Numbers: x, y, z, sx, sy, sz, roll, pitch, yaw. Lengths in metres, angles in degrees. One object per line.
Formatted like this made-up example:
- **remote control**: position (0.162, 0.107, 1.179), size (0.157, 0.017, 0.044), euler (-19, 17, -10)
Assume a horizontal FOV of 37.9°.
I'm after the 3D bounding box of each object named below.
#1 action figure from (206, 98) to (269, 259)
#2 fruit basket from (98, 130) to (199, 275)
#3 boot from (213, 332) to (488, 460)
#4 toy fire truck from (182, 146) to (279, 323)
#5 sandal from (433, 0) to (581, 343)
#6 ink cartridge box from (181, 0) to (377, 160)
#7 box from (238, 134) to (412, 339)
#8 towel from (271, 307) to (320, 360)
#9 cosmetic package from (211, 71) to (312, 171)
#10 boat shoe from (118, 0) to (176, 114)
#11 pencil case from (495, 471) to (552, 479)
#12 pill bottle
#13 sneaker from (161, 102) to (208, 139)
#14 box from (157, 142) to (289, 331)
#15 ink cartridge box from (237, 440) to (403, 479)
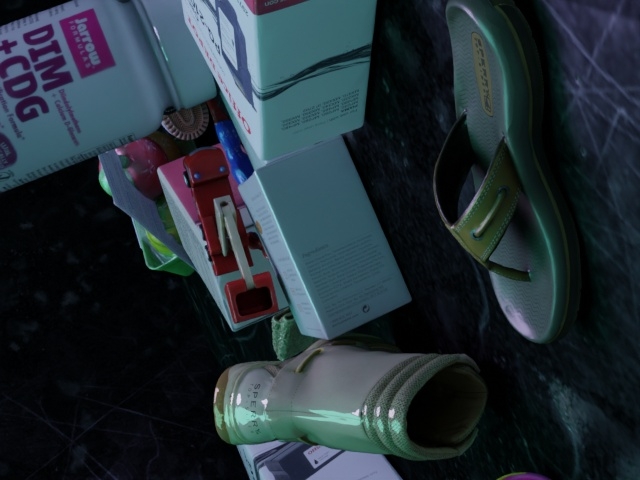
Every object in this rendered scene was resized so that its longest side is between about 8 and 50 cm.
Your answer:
- **action figure**: position (-0.067, -0.049, 1.100), size (0.280, 0.091, 0.139), euler (64, 160, 18)
- **fruit basket**: position (-0.296, -0.095, 1.565), size (0.353, 0.165, 0.327), euler (39, -158, -56)
- **boot**: position (0.061, 0.134, 0.833), size (0.203, 0.262, 0.095), euler (-4, 87, 35)
- **toy fire truck**: position (-0.099, -0.011, 0.988), size (0.135, 0.047, 0.192), euler (165, 89, -78)
- **sandal**: position (0.096, -0.035, 0.535), size (0.090, 0.060, 0.219), euler (46, 155, 58)
- **ink cartridge box**: position (-0.039, -0.199, 0.706), size (0.237, 0.100, 0.172), euler (93, 151, -62)
- **box**: position (0.000, 0.000, 0.908), size (0.170, 0.091, 0.130), euler (67, 168, -2)
- **towel**: position (-0.006, 0.088, 1.042), size (0.027, 0.110, 0.148), euler (55, 163, 17)
- **cosmetic package**: position (-0.082, -0.190, 0.980), size (0.239, 0.060, 0.099), euler (67, 168, 2)
- **boat shoe**: position (-0.210, -0.261, 1.261), size (0.113, 0.127, 0.340), euler (34, 154, 16)
- **pencil case**: position (0.167, 0.292, 0.728), size (0.104, 0.104, 0.236), euler (49, 159, 53)
- **pill bottle**: position (-0.266, -0.166, 0.994), size (0.160, 0.283, 0.160), euler (157, 90, -83)
- **sneaker**: position (-0.273, -0.297, 1.479), size (0.153, 0.099, 0.282), euler (31, 145, 65)
- **box**: position (-0.116, -0.015, 1.266), size (0.232, 0.126, 0.149), euler (50, 158, 51)
- **ink cartridge box**: position (0.024, 0.405, 1.328), size (0.395, 0.166, 0.285), euler (-135, 26, -59)
